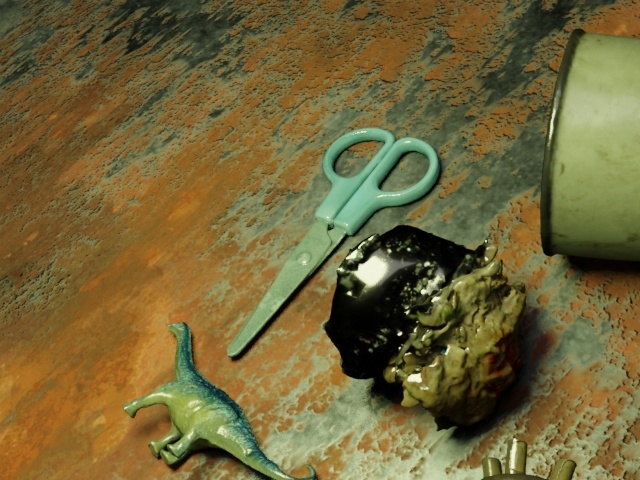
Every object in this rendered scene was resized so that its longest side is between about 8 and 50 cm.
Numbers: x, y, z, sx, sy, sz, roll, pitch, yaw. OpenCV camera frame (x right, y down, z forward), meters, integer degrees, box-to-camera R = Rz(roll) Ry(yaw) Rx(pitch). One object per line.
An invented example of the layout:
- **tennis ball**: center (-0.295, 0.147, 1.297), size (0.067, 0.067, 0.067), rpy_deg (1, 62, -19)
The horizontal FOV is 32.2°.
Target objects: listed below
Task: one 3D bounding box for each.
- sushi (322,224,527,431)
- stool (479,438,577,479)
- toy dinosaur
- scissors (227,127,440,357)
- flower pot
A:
- **sushi**: center (0.143, 0.104, 1.358), size (0.218, 0.225, 0.238), rpy_deg (33, 101, 29)
- **stool**: center (0.251, 0.300, 1.208), size (0.217, 0.125, 0.121), rpy_deg (8, 52, 15)
- **toy dinosaur**: center (-0.157, 0.233, 1.449), size (0.147, 0.076, 0.363), rpy_deg (-33, 43, -18)
- **scissors**: center (0.000, 0.000, 1.619), size (0.192, 0.029, 0.447), rpy_deg (21, 61, 34)
- **flower pot**: center (0.455, -0.103, 1.371), size (0.330, 0.294, 0.294), rpy_deg (9, 55, 20)
